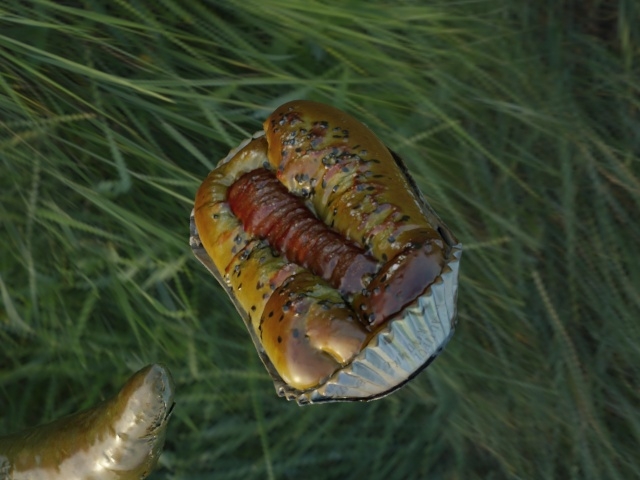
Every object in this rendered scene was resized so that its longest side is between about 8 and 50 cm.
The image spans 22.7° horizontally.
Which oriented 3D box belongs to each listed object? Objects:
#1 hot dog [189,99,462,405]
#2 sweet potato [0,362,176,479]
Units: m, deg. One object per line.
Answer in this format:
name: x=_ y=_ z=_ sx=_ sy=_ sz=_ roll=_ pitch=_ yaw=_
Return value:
hot dog: x=0.000 y=0.000 z=0.730 sx=0.108 sy=0.191 sz=0.059 roll=-38 pitch=128 yaw=2
sweet potato: x=-0.225 y=0.189 z=1.268 sx=0.310 sy=0.124 sz=0.098 roll=-29 pitch=82 yaw=11
